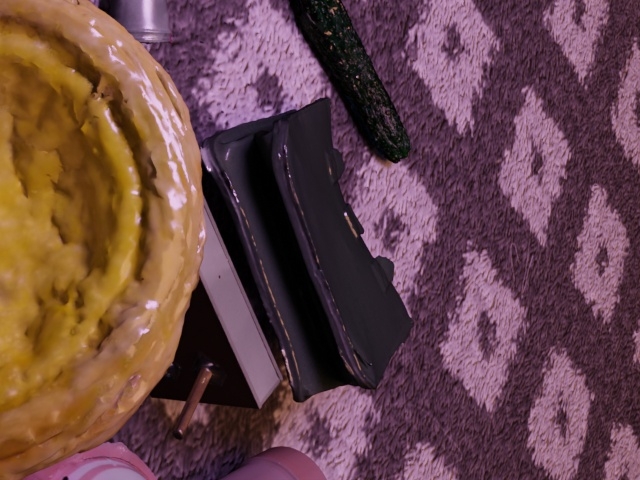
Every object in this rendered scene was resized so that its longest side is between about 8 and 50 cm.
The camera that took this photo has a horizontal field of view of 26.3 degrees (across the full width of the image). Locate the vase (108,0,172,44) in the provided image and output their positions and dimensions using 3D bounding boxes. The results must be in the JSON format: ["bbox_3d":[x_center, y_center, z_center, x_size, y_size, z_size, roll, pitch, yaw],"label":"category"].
[{"bbox_3d":[-0.147,-0.267,1.117,0.086,0.086,0.214,-7,101,-54],"label":"vase"}]

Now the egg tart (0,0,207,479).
[{"bbox_3d":[-0.243,-0.003,0.871,0.345,0.132,0.345,1,85,-12],"label":"egg tart"}]

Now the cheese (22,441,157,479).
[{"bbox_3d":[-0.200,0.232,1.052,0.286,0.074,0.189,47,52,-42],"label":"cheese"}]

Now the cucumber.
[{"bbox_3d":[0.035,-0.170,1.398,0.044,0.043,0.257,-57,134,-30],"label":"cucumber"}]

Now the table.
[{"bbox_3d":[-0.143,0.047,1.088,0.111,0.121,0.240,-49,128,-42],"label":"table"}]

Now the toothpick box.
[{"bbox_3d":[-0.069,0.252,1.212,0.149,0.098,0.098,-20,107,-51],"label":"toothpick box"}]

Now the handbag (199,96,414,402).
[{"bbox_3d":[-0.002,0.001,1.244,0.260,0.079,0.248,-41,112,-73],"label":"handbag"}]
